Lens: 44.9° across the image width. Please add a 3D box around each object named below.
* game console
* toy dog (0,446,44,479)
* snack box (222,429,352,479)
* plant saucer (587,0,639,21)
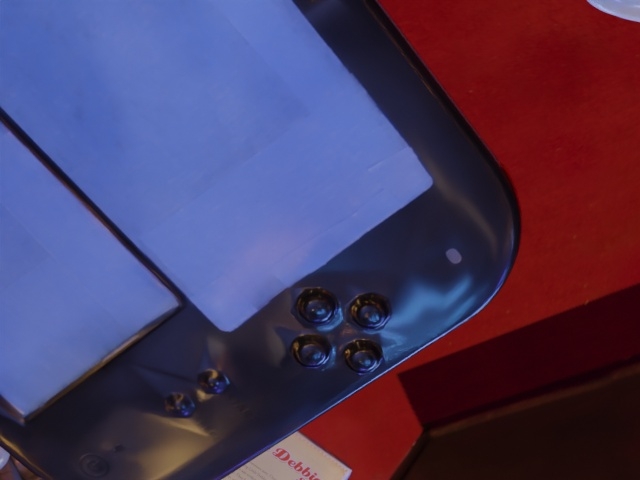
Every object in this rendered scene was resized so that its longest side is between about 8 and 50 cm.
[{"bbox_3d":[-0.121,-0.037,0.406,0.342,0.060,0.386,-37,108,12],"label":"game console"},{"bbox_3d":[-0.399,0.339,0.880,0.395,0.284,0.408,35,152,33],"label":"toy dog"},{"bbox_3d":[-0.144,0.263,0.945,0.322,0.060,0.187,37,81,-5],"label":"snack box"},{"bbox_3d":[0.464,-0.367,1.028,0.400,0.400,0.100,13,91,23],"label":"plant saucer"}]
